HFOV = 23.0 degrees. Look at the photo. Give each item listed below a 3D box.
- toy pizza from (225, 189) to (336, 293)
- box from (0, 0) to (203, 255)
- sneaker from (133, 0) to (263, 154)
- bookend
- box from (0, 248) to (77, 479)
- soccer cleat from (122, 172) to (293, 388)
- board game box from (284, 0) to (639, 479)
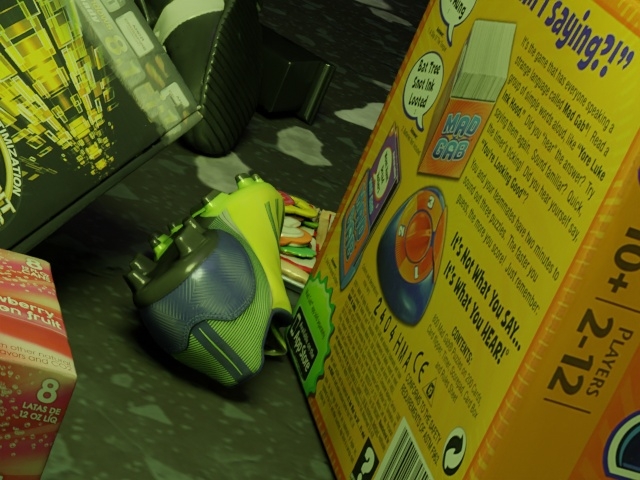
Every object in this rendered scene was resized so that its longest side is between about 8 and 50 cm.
[{"bbox_3d":[0.000,0.000,1.336,0.201,0.032,0.201,21,19,-7],"label":"toy pizza"},{"bbox_3d":[-0.273,-0.172,0.980,0.395,0.097,0.318,58,30,-8],"label":"box"},{"bbox_3d":[-0.135,-0.220,1.555,0.146,0.122,0.330,-5,56,12],"label":"sneaker"},{"bbox_3d":[-0.093,-0.186,1.672,0.157,0.072,0.156,32,21,21],"label":"bookend"},{"bbox_3d":[-0.257,0.056,0.737,0.257,0.122,0.128,16,19,-22],"label":"box"},{"bbox_3d":[-0.064,0.030,1.137,0.121,0.093,0.289,53,13,-7],"label":"soccer cleat"},{"bbox_3d":[0.230,0.037,0.995,0.356,0.356,0.356,17,20,-19],"label":"board game box"}]
